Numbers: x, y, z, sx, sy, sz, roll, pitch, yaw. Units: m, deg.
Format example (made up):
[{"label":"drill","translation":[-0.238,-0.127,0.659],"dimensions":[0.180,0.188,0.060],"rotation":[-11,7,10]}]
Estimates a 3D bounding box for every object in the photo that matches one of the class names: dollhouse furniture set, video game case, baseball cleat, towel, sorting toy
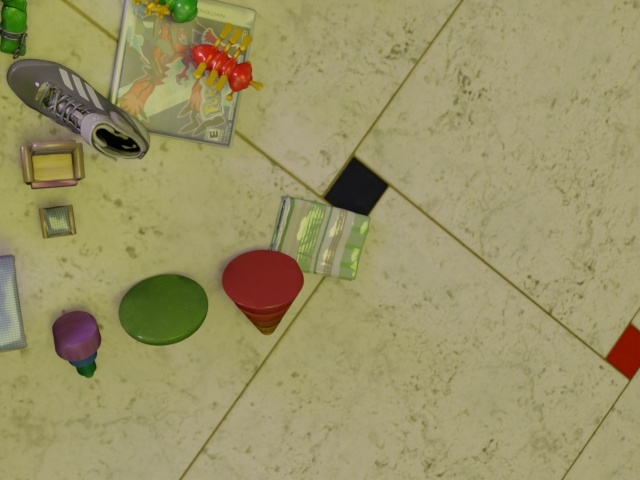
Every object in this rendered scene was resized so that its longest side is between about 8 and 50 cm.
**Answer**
[{"label":"dollhouse furniture set","translation":[-0.421,0.033,1.069],"dimensions":[0.286,0.198,0.303],"rotation":[-6,92,-21]},{"label":"video game case","translation":[-0.194,-0.243,1.224],"dimensions":[0.183,0.023,0.201],"rotation":[8,100,-23]},{"label":"baseball cleat","translation":[-0.313,-0.171,1.130],"dimensions":[0.206,0.109,0.072],"rotation":[27,101,-13]},{"label":"towel","translation":[0.000,0.000,1.359],"dimensions":[0.152,0.023,0.113],"rotation":[12,98,-24]},{"label":"sorting toy","translation":[-0.199,0.128,1.283],"dimensions":[0.365,0.127,0.126],"rotation":[-15,135,-14]}]

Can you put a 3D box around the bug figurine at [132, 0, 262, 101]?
[{"label":"bug figurine","translation":[-0.121,-0.340,1.184],"dimensions":[0.216,0.072,0.279],"rotation":[35,78,-12]}]

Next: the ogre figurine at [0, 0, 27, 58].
[{"label":"ogre figurine","translation":[-0.443,-0.308,1.064],"dimensions":[0.197,0.097,0.118],"rotation":[34,124,-13]}]
